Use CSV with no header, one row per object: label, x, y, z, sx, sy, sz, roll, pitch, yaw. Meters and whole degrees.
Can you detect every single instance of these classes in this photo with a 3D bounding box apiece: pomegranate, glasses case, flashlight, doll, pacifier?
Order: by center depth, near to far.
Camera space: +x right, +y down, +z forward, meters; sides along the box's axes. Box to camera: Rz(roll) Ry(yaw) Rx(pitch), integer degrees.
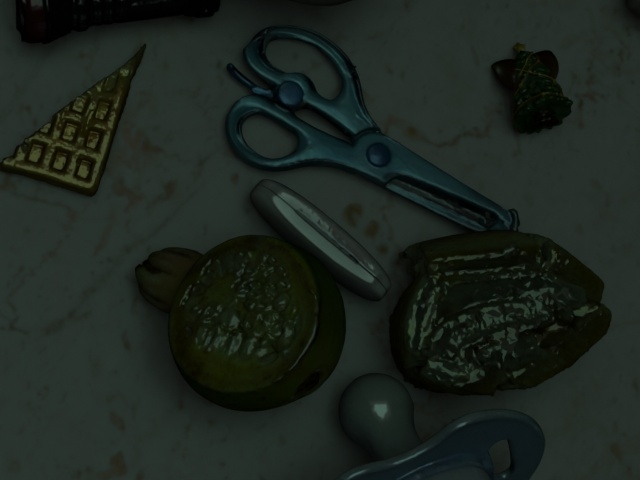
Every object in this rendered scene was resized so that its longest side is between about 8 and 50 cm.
pomegranate,-0.086,0.099,1.857,0.241,0.159,0.189,-2,72,15
pacifier,0.093,0.251,1.869,0.299,0.244,0.233,-23,56,-7
flashlight,-0.228,-0.277,1.906,0.232,0.093,0.093,-11,84,-17
glasses case,0.000,0.000,1.923,0.193,0.074,0.049,39,79,-4
doll,0.254,-0.189,2.009,0.078,0.076,0.113,-13,84,-6

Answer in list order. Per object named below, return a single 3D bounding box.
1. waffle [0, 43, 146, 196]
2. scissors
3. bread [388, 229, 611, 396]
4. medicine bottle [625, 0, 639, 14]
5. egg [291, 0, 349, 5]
waffle,-0.281,-0.154,1.908,0.125,0.032,0.191,16,76,-8
scissors,0.062,-0.106,1.975,0.393,0.032,0.180,29,76,-6
bread,0.202,0.077,1.927,0.257,0.124,0.185,-14,94,-12
medicine bottle,0.467,-0.298,2.061,0.168,0.105,0.105,22,77,-9
egg,-0.018,-0.424,1.855,0.355,0.354,0.339,-21,103,-15
